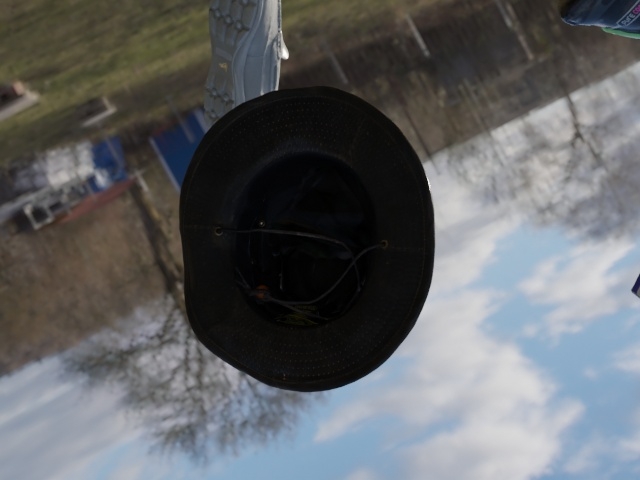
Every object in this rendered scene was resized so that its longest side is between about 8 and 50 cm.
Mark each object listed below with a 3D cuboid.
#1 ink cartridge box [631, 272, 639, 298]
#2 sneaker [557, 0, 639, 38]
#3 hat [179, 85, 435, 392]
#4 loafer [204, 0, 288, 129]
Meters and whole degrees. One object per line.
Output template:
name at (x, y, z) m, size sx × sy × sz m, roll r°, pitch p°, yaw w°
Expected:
ink cartridge box at (0.354, 0.052, 0.676) m, size 0.069 × 0.175 × 0.371 m, roll 10°, pitch -157°, yaw -32°
sneaker at (0.273, -0.414, 1.055) m, size 0.202 × 0.482 × 0.185 m, roll -5°, pitch -156°, yaw 13°
hat at (0.000, 0.000, 1.259) m, size 0.331 × 0.331 × 0.134 m, roll -27°, pitch 166°, yaw 20°
loafer at (-0.104, -0.299, 1.698) m, size 0.111 × 0.112 × 0.319 m, roll -23°, pitch 137°, yaw -41°
